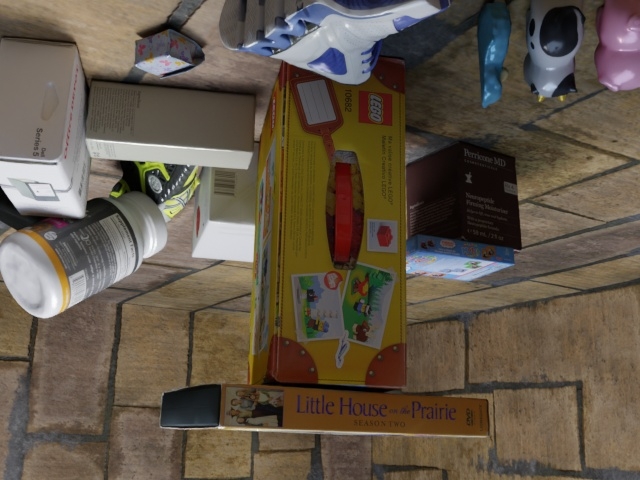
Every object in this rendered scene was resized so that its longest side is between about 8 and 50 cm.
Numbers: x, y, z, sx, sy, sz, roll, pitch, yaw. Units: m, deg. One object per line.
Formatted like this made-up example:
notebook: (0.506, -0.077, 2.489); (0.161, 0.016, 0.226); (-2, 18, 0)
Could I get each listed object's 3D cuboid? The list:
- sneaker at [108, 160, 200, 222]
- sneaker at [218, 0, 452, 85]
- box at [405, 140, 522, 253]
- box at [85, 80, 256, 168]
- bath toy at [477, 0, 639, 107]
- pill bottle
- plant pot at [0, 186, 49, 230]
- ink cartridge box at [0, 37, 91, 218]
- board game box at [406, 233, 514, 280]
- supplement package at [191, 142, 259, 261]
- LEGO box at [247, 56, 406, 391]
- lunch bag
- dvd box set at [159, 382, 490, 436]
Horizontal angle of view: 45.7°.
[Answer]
sneaker: (-0.312, -0.138, 1.519); (0.147, 0.145, 0.384); (-33, 178, -36)
sneaker: (0.042, -0.286, 0.952); (0.315, 0.127, 0.182); (-3, 169, 40)
box: (0.289, -0.067, 1.553); (0.168, 0.203, 0.167); (10, 162, -32)
box: (-0.252, -0.194, 1.292); (0.275, 0.113, 0.094); (5, 165, -11)
bath toy: (0.389, -0.255, 1.011); (0.348, 0.129, 0.151); (-4, 164, 12)
pill bottle: (-0.428, 0.015, 1.398); (0.162, 0.162, 0.278); (-14, -167, 43)
plant pot: (-0.575, -0.107, 1.514); (0.167, 0.188, 0.187); (15, 163, -8)
ink cartridge box: (-0.442, -0.169, 1.220); (0.114, 0.198, 0.273); (4, 164, -9)
board game box: (0.242, 0.037, 1.479); (0.211, 0.039, 0.160); (7, 163, -22)
supplement package: (-0.167, -0.073, 1.600); (0.175, 0.178, 0.293); (4, 164, -15)
LEGO box: (0.000, 0.000, 1.256); (0.193, 0.500, 0.372); (4, 165, -10)
lunch bag: (-0.220, -0.270, 1.121); (0.071, 0.053, 0.083); (-7, 172, 29)
dvd box set: (-0.004, 0.265, 1.162); (0.420, 0.062, 0.307); (8, 164, -24)
